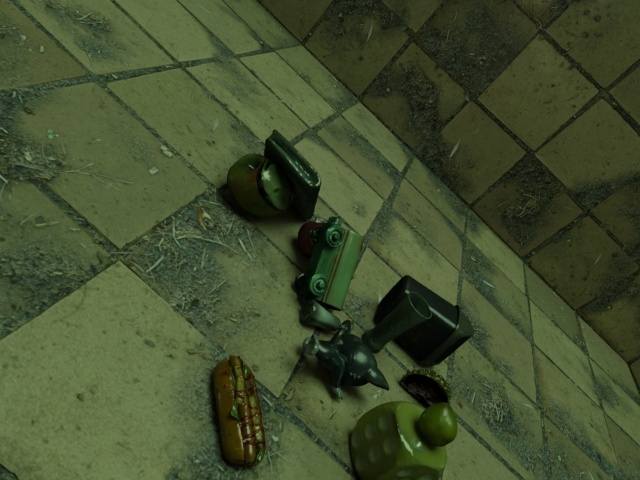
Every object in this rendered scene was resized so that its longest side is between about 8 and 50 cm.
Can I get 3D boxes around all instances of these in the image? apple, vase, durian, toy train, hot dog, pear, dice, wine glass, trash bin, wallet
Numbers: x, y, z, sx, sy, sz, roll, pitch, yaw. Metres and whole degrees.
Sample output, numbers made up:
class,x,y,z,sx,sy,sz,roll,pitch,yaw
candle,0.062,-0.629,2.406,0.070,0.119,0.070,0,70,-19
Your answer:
class,x,y,z,sx,sy,sz,roll,pitch,yaw
apple,-0.191,-0.167,1.695,0.207,0.174,0.188,55,-6,44
vase,0.225,0.255,1.638,0.096,0.219,0.096,34,30,-23
durian,0.343,0.435,1.667,0.187,0.119,0.108,41,32,-5
toy train,0.036,0.077,1.625,0.177,0.116,0.285,27,72,-29
hot dog,-0.169,0.346,1.138,0.104,0.076,0.250,22,37,-35
pear,0.278,0.426,1.258,0.092,0.097,0.092,28,-1,0
dice,0.188,0.503,1.308,0.169,0.169,0.166,28,32,-30
wine glass,0.019,0.230,1.552,0.155,0.072,0.072,31,31,-26
trash bin,0.344,0.272,1.803,0.290,0.209,0.182,37,29,-3
wallet,-0.097,-0.210,1.783,0.252,0.083,0.360,50,-14,7
apple,0.000,0.000,1.757,0.153,0.153,0.120,6,86,-50

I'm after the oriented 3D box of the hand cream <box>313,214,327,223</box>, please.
class,x,y,z,sx,sy,sz,roll,pitch,yaw
hand cream,0.038,0.012,1.900,0.084,0.050,0.257,19,34,-46

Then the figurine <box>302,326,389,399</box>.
class,x,y,z,sx,sy,sz,roll,pitch,yaw
figurine,0.051,0.301,1.436,0.265,0.140,0.193,54,-1,-38
